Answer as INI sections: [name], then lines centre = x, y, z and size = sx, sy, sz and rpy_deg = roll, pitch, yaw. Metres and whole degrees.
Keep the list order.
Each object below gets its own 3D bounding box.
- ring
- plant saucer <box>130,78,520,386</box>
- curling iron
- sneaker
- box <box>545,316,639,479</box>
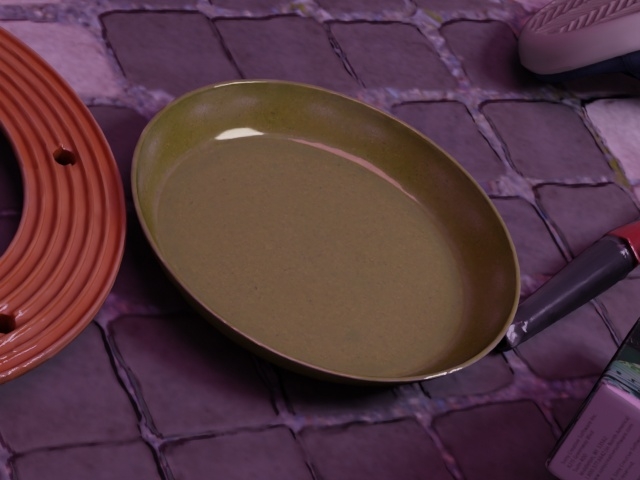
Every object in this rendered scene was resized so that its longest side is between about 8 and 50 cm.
[ring]
centre = -0.268, -0.036, 1.048
size = 0.337, 0.032, 0.336
rpy_deg = 14, 42, -13
[plant saucer]
centre = 0.000, 0.000, 1.147
size = 0.241, 0.037, 0.241
rpy_deg = 15, 41, -14
[curling iron]
centre = 0.201, 0.014, 1.241
size = 0.274, 0.035, 0.068
rpy_deg = -21, 59, -41
[sneaker]
centre = 0.313, -0.129, 1.397
size = 0.350, 0.148, 0.131
rpy_deg = -13, 22, -10
[box]
centre = 0.241, 0.132, 1.009
size = 0.232, 0.058, 0.322
rpy_deg = 34, 9, 8
